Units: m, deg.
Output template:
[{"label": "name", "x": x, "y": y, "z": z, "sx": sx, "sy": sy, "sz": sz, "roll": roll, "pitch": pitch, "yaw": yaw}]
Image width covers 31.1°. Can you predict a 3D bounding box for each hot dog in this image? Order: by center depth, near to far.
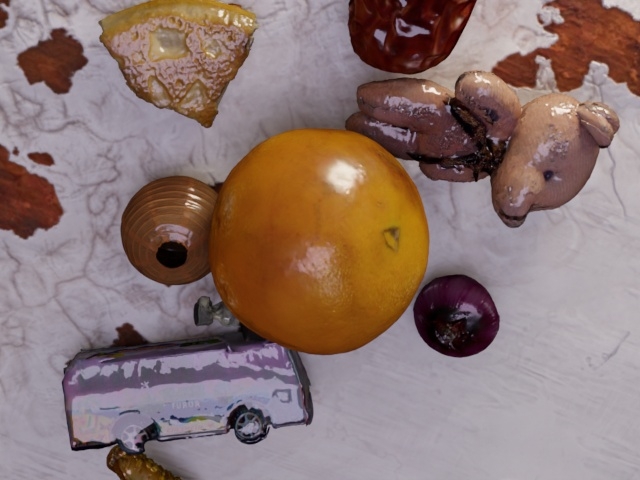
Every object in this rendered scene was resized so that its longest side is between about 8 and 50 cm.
[{"label": "hot dog", "x": -0.225, "y": 0.324, "z": 1.551, "sx": 0.045, "sy": 0.071, "sz": 0.165, "roll": -50, "pitch": 128, "yaw": -6}]

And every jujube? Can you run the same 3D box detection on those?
[{"label": "jujube", "x": 0.111, "y": -0.296, "z": 1.285, "sx": 0.155, "sy": 0.155, "sz": 0.230, "roll": 10, "pitch": 118, "yaw": -6}]

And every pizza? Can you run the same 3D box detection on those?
[{"label": "pizza", "x": -0.155, "y": -0.210, "z": 1.360, "sx": 0.182, "sy": 0.062, "sz": 0.161, "roll": -16, "pitch": 105, "yaw": -1}]

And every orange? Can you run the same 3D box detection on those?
[{"label": "orange", "x": 0.000, "y": 0.000, "z": 1.318, "sx": 0.261, "sy": 0.261, "sz": 0.261, "roll": -1, "pitch": 113, "yaw": -2}]

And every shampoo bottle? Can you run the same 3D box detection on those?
[{"label": "shampoo bottle", "x": -0.058, "y": 0.088, "z": 1.452, "sx": 0.207, "sy": 0.057, "sz": 0.064, "roll": -1, "pitch": 128, "yaw": -21}]

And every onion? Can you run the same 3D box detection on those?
[{"label": "onion", "x": 0.173, "y": 0.101, "z": 1.475, "sx": 0.115, "sy": 0.104, "sz": 0.115, "roll": 6, "pitch": 116, "yaw": 14}]

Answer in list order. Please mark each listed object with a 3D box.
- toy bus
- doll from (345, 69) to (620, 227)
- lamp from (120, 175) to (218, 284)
[{"label": "toy bus", "x": -0.171, "y": 0.194, "z": 1.502, "sx": 0.316, "sy": 0.112, "sz": 0.138, "roll": -8, "pitch": 102, "yaw": 0}, {"label": "doll", "x": 0.180, "y": -0.099, "z": 1.348, "sx": 0.303, "sy": 0.156, "sz": 0.201, "roll": 7, "pitch": 152, "yaw": -6}, {"label": "lamp", "x": -0.176, "y": -0.012, "z": 1.400, "sx": 0.136, "sy": 0.136, "sz": 0.136, "roll": -1, "pitch": 113, "yaw": -2}]
